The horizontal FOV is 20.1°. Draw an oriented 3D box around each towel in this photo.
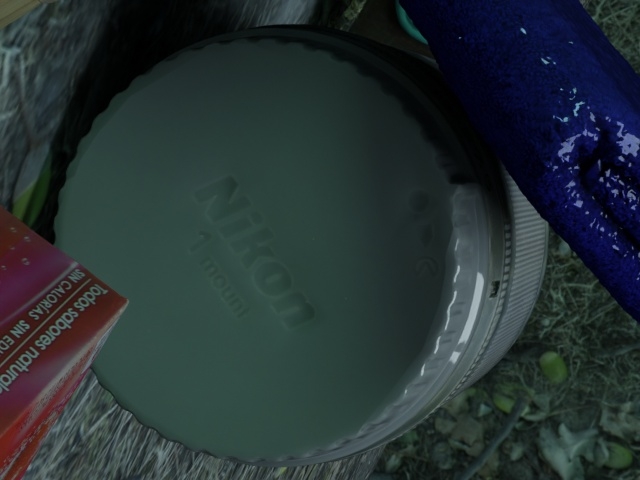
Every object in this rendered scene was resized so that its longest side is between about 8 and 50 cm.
[{"bbox_3d":[0.080,-0.102,0.861,0.076,0.308,0.227,-40,143,14],"label":"towel"}]

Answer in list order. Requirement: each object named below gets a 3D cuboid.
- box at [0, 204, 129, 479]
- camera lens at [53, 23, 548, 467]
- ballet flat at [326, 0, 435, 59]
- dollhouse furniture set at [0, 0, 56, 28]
[{"bbox_3d":[-0.182,0.083,0.510,0.128,0.122,0.257,-55,177,38],"label":"box"},{"bbox_3d":[0.000,0.000,0.958,0.219,0.219,0.274,-67,168,8],"label":"camera lens"},{"bbox_3d":[0.067,-0.127,1.218,0.182,0.164,0.483,-96,-155,-72],"label":"ballet flat"},{"bbox_3d":[-0.176,-0.095,0.461,0.151,0.123,0.144,-30,168,4],"label":"dollhouse furniture set"}]
